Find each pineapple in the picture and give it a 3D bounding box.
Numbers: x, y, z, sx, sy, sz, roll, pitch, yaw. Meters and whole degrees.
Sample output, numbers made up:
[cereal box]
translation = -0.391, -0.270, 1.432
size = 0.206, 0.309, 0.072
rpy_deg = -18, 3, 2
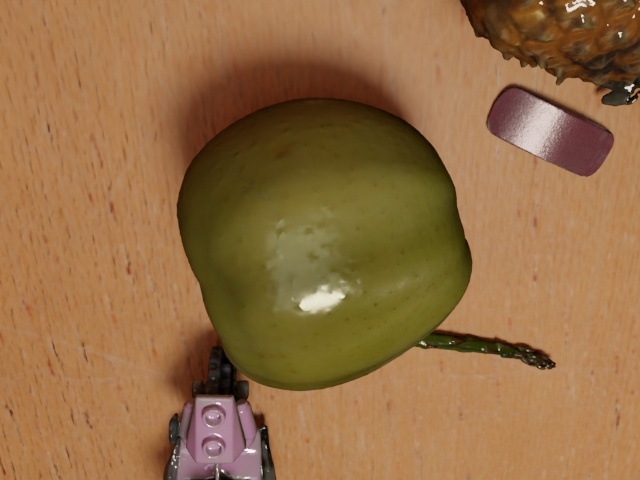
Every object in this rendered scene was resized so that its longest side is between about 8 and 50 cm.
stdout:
[pineapple]
translation = 0.282, -0.185, 0.534
size = 0.340, 0.169, 0.169
rpy_deg = 16, 112, -27

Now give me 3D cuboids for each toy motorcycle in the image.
[toy motorcycle]
translation = -0.115, 0.291, 0.704
size = 0.143, 0.188, 0.327
rpy_deg = 3, 112, -6

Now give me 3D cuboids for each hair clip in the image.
[hair clip]
translation = 0.238, -0.109, 0.637
size = 0.137, 0.022, 0.054
rpy_deg = 23, 113, -10

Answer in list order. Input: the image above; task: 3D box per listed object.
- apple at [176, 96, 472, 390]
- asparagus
[apple]
translation = 0.000, 0.000, 0.572
size = 0.278, 0.279, 0.279
rpy_deg = 0, 112, -1
[asparagus]
translation = 0.158, 0.123, 0.728
size = 0.248, 0.024, 0.025
rpy_deg = 10, 118, -6
